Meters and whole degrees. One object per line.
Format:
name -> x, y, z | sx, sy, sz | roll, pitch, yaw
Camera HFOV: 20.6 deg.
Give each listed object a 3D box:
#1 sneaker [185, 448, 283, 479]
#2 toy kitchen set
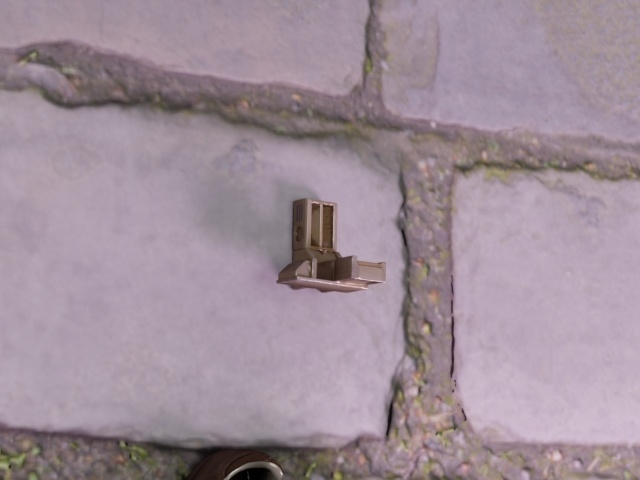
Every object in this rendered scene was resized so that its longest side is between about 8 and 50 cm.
sneaker -> -0.092, 0.226, 1.284 | 0.066, 0.071, 0.188 | 44, 55, -23
toy kitchen set -> 0.000, 0.000, 1.383 | 0.068, 0.083, 0.075 | 8, 79, -34
